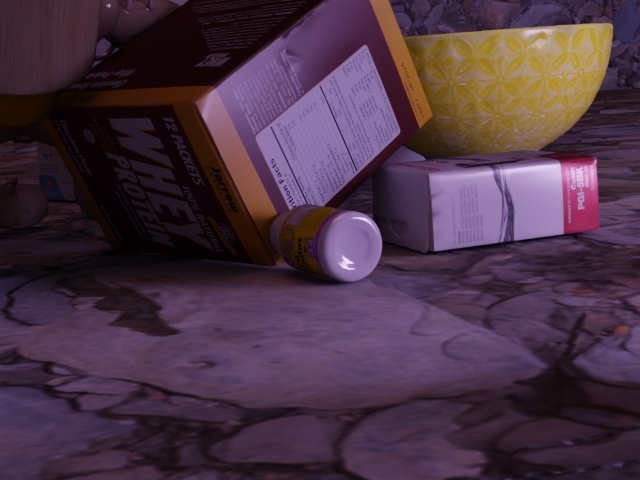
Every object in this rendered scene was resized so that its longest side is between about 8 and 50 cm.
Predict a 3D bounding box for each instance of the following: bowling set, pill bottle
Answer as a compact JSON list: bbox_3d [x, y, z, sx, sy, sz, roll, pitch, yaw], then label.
[{"bbox_3d":[-0.271,-0.152,0.952,0.200,0.287,0.154,46,19,14],"label":"bowling set"},{"bbox_3d":[0.000,0.000,0.701,0.043,0.043,0.083,-8,10,-28],"label":"pill bottle"}]

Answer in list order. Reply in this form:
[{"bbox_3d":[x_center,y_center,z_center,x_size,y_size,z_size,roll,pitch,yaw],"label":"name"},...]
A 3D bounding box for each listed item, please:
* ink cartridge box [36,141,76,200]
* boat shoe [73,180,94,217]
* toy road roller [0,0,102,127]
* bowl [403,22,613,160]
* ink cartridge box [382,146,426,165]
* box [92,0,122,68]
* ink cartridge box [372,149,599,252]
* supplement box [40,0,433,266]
[{"bbox_3d":[-0.259,-0.120,1.258,0.092,0.143,0.090,4,12,42],"label":"ink cartridge box"},{"bbox_3d":[-0.136,-0.059,1.032,0.219,0.077,0.070,2,11,41],"label":"boat shoe"},{"bbox_3d":[-0.308,-0.163,0.670,0.330,0.202,0.240,13,39,-4],"label":"toy road roller"},{"bbox_3d":[0.170,-0.148,1.215,0.290,0.156,0.289,-3,9,0],"label":"bowl"},{"bbox_3d":[-0.025,-0.122,1.439,0.333,0.065,0.165,-5,9,-14],"label":"ink cartridge box"},{"bbox_3d":[-0.282,-0.196,1.426,0.108,0.153,0.207,-5,-31,-18],"label":"box"},{"bbox_3d":[0.117,-0.031,0.809,0.135,0.056,0.099,-7,9,-21],"label":"ink cartridge box"},{"bbox_3d":[-0.063,-0.094,0.828,0.191,0.129,0.194,5,39,45],"label":"supplement box"}]
